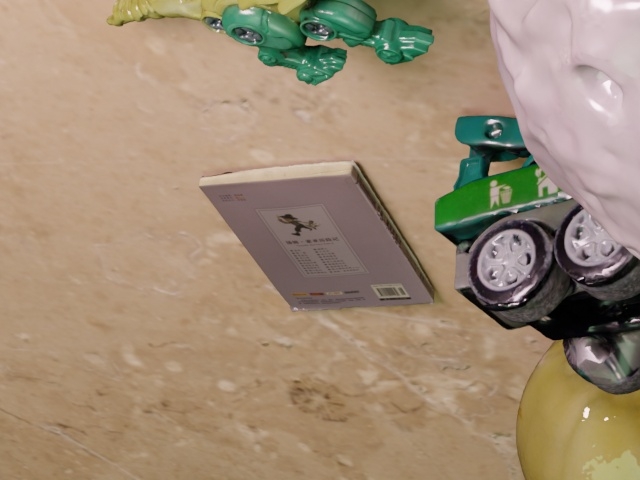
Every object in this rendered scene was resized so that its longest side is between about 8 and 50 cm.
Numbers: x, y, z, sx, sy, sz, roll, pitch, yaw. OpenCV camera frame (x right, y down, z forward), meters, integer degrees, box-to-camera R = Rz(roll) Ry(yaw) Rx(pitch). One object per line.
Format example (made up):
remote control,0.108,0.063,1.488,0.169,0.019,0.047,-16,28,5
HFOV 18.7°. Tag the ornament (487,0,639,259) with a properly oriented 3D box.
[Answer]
ornament,0.242,-0.117,0.895,0.337,0.337,0.337,9,148,5

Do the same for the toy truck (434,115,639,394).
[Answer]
toy truck,0.235,-0.027,1.185,0.363,0.178,0.176,-11,151,32

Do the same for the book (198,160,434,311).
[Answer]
book,0.000,0.000,1.463,0.127,0.014,0.181,-4,145,24

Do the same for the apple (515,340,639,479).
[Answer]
apple,0.237,0.146,1.457,0.200,0.200,0.200,9,148,5

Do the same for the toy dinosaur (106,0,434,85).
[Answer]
toy dinosaur,-0.034,-0.153,1.170,0.153,0.094,0.259,30,152,-26
